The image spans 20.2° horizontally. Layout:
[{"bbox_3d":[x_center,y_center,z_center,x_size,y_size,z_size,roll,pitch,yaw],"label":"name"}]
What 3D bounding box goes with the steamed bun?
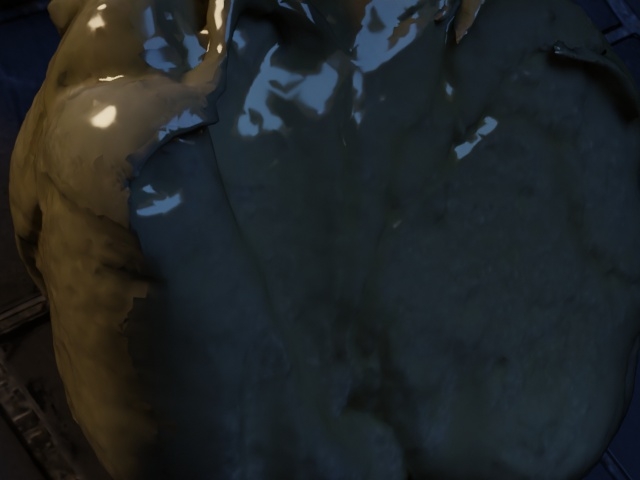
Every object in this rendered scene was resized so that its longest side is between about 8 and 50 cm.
[{"bbox_3d":[-0.002,-0.005,0.897,0.372,0.230,0.324,2,95,-40],"label":"steamed bun"}]
